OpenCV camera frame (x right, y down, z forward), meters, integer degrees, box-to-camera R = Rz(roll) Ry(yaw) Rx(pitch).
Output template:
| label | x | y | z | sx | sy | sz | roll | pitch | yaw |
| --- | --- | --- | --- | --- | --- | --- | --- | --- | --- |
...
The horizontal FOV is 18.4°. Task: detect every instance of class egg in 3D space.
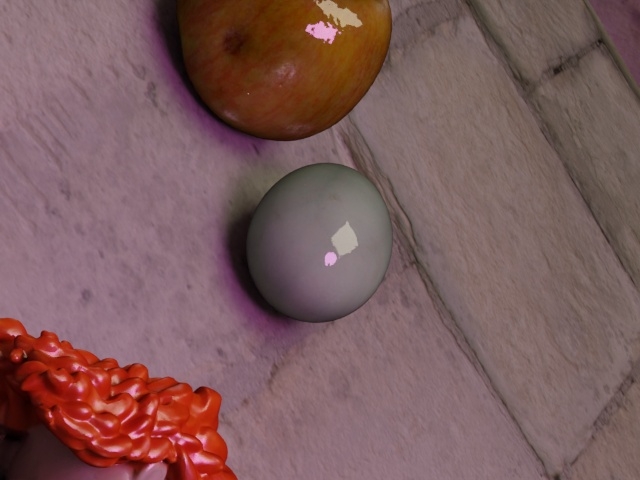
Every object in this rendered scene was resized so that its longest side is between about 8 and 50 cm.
| label | x | y | z | sx | sy | sz | roll | pitch | yaw |
| --- | --- | --- | --- | --- | --- | --- | --- | --- | --- |
| egg | 0.000 | 0.000 | 2.287 | 0.168 | 0.168 | 0.231 | 50 | 26 | -18 |

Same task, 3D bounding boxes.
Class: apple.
| label | x | y | z | sx | sy | sz | roll | pitch | yaw |
| --- | --- | --- | --- | --- | --- | --- | --- | --- | --- |
| apple | -0.039 | -0.258 | 2.383 | 0.264 | 0.264 | 0.264 | 38 | 35 | -34 |

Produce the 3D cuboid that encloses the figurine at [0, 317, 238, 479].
| label | x | y | z | sx | sy | sz | roll | pitch | yaw |
| --- | --- | --- | --- | --- | --- | --- | --- | --- | --- |
| figurine | -0.244 | 0.243 | 1.651 | 0.306 | 0.241 | 0.412 | 43 | 42 | -12 |
